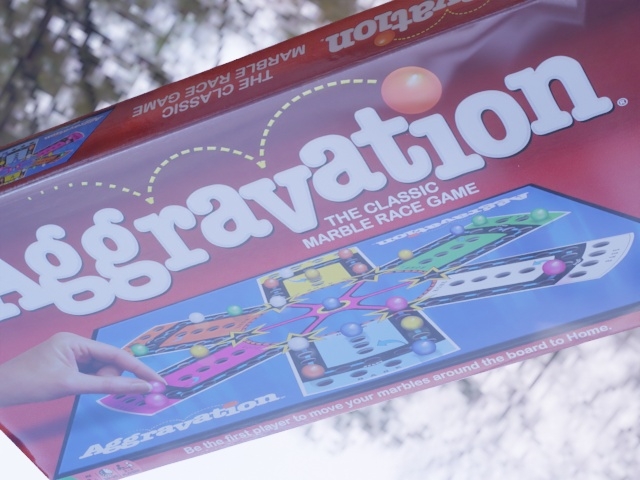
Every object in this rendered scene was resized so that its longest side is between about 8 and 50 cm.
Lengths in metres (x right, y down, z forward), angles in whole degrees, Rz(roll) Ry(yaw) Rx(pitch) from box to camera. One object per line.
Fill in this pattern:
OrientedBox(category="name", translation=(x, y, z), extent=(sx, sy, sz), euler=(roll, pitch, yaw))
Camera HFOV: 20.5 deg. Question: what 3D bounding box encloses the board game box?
OrientedBox(category="board game box", translation=(0.000, 0.000, 0.571), extent=(0.145, 0.281, 0.027), euler=(56, -155, -39))
